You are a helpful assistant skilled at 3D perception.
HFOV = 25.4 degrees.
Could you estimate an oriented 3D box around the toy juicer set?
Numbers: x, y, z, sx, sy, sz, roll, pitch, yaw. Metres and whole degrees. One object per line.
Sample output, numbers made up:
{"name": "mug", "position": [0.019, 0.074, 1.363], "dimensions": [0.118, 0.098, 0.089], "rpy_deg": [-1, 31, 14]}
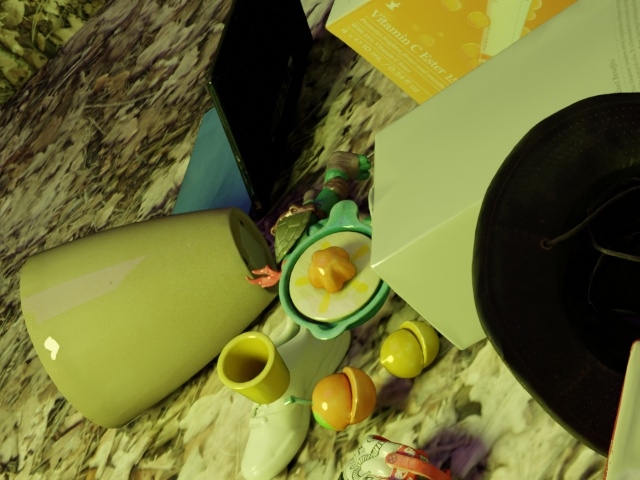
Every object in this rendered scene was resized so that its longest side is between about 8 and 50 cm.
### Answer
{"name": "toy juicer set", "position": [0.048, 0.051, 1.518], "dimensions": [0.209, 0.089, 0.329], "rpy_deg": [21, 70, 37]}

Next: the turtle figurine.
{"name": "turtle figurine", "position": [0.000, 0.000, 1.715], "dimensions": [0.175, 0.118, 0.234], "rpy_deg": [-34, 26, 34]}

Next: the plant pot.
{"name": "plant pot", "position": [-0.200, 0.071, 1.843], "dimensions": [0.274, 0.256, 0.256], "rpy_deg": [-27, 33, 14]}

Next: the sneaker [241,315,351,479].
{"name": "sneaker", "position": [-0.052, 0.167, 1.604], "dimensions": [0.080, 0.094, 0.212], "rpy_deg": [-6, 53, 55]}

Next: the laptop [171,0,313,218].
{"name": "laptop", "position": [-0.165, -0.209, 2.117], "dimensions": [0.236, 0.408, 0.382], "rpy_deg": [-2, 48, 16]}

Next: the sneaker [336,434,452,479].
{"name": "sneaker", "position": [0.070, 0.270, 1.278], "dimensions": [0.145, 0.090, 0.270], "rpy_deg": [-55, 23, 3]}

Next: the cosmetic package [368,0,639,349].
{"name": "cosmetic package", "position": [0.235, -0.087, 1.346], "dimensions": [0.385, 0.156, 0.217], "rpy_deg": [-32, 32, 30]}

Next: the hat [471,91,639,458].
{"name": "hat", "position": [0.263, 0.049, 1.136], "dimensions": [0.134, 0.331, 0.331], "rpy_deg": [95, -167, -59]}

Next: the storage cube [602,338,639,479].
{"name": "storage cube", "position": [0.287, 0.185, 0.851], "dimensions": [0.184, 0.193, 0.215], "rpy_deg": [-4, 51, 35]}

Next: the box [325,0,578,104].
{"name": "box", "position": [0.209, -0.302, 1.617], "dimensions": [0.345, 0.215, 0.168], "rpy_deg": [-24, 39, 47]}
